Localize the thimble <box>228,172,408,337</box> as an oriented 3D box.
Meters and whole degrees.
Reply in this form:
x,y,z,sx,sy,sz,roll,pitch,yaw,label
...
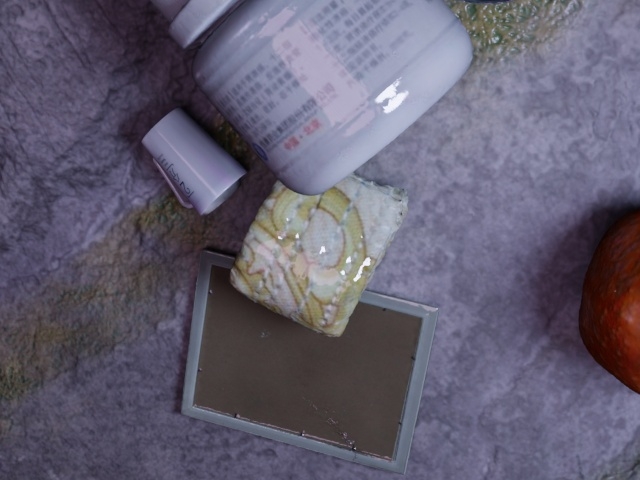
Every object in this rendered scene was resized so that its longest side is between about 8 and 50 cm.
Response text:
x,y,z,sx,sy,sz,roll,pitch,yaw,label
0.000,0.000,1.406,0.144,0.137,0.190,29,94,4,thimble

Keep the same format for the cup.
x,y,z,sx,sy,sz,roll,pitch,yaw,label
-0.151,-0.084,1.458,0.116,0.074,0.104,46,143,-1,cup

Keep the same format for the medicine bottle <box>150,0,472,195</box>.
x,y,z,sx,sy,sz,roll,pitch,yaw,label
-0.025,-0.226,1.268,0.245,0.245,0.306,-38,96,24,medicine bottle

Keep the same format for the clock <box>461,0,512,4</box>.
x,y,z,sx,sy,sz,roll,pitch,yaw,label
0.171,-0.349,1.280,0.215,0.042,0.214,5,111,14,clock

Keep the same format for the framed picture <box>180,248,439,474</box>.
x,y,z,sx,sy,sz,roll,pitch,yaw,label
-0.018,0.145,1.529,0.296,0.019,0.232,14,112,10,framed picture

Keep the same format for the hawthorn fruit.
x,y,z,sx,sy,sz,roll,pitch,yaw,label
0.362,0.077,1.267,0.211,0.262,0.210,4,111,10,hawthorn fruit
